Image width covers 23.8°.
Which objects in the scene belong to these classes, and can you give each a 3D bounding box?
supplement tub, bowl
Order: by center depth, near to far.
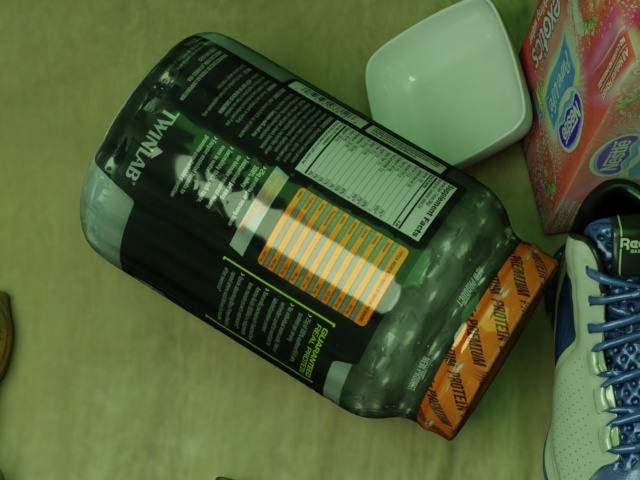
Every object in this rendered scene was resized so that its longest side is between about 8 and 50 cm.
[{"bbox_3d":[0.000,0.000,1.187,0.338,0.207,0.207,32,69,10],"label":"supplement tub"},{"bbox_3d":[0.115,-0.123,1.306,0.142,0.053,0.142,-26,64,26],"label":"bowl"}]

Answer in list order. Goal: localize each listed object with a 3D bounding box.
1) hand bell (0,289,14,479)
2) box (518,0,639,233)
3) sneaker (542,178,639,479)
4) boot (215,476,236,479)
[{"bbox_3d":[-0.274,0.144,1.184,0.126,0.126,0.242,4,53,-1],"label":"hand bell"},{"bbox_3d":[0.257,-0.137,1.208,0.142,0.300,0.154,-8,68,-8],"label":"box"},{"bbox_3d":[0.231,0.078,1.152,0.127,0.182,0.316,-3,55,2],"label":"sneaker"},{"bbox_3d":[-0.055,0.249,1.167,0.106,0.037,0.114,13,62,17],"label":"boot"}]
